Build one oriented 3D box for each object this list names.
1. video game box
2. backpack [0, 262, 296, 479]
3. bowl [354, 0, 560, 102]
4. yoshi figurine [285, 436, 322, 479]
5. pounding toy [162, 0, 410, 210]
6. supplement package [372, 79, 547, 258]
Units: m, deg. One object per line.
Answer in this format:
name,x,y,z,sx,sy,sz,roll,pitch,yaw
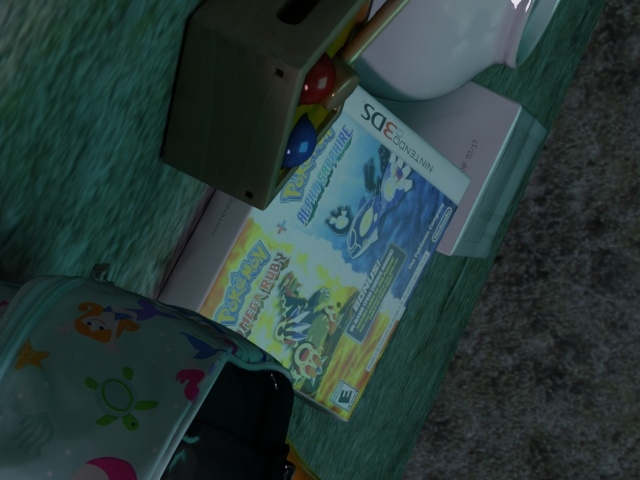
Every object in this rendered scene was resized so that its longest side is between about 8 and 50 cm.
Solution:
video game box,0.000,0.000,1.322,0.187,0.048,0.205,34,80,-43
backpack,-0.121,0.124,0.882,0.253,0.191,0.225,63,51,-86
bowl,0.111,-0.214,1.360,0.298,0.134,0.298,-61,169,-21
yoshi figurine,-0.133,0.291,1.234,0.362,0.203,0.203,-52,171,-37
pounding toy,-0.008,-0.109,1.117,0.141,0.100,0.130,-53,165,-45
supplement package,0.097,-0.072,1.617,0.139,0.134,0.244,-65,169,3
